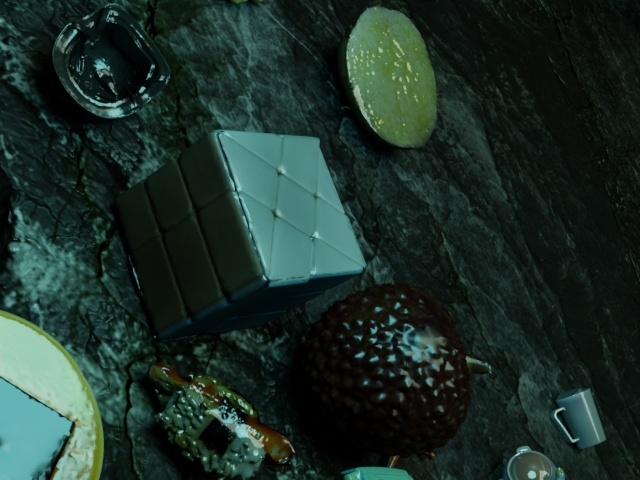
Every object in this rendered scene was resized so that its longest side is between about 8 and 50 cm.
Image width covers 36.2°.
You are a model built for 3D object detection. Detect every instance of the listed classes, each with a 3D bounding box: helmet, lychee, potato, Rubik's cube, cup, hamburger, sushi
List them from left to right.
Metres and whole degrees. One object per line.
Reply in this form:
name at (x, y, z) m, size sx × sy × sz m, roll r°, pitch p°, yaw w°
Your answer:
hamburger at (-0.361, 0.210, 0.982) m, size 0.300 × 0.176 × 0.300 m, roll 29°, pitch 46°, yaw -35°
helmet at (-0.318, -0.242, 1.416) m, size 0.177 × 0.107 × 0.153 m, roll -43°, pitch 103°, yaw -34°
sushi at (-0.144, 0.245, 1.283) m, size 0.226 × 0.097 × 0.103 m, roll 39°, pitch 33°, yaw -2°
Rubik's cube at (-0.115, -0.007, 1.381) m, size 0.231 × 0.225 × 0.221 m, roll -4°, pitch 70°, yaw -52°
potato at (0.113, -0.312, 1.960) m, size 0.239 × 0.116 × 0.298 m, roll -2°, pitch 78°, yaw -44°
lychee at (0.114, 0.195, 1.478) m, size 0.300 × 0.264 × 0.264 m, roll 0°, pitch 61°, yaw -15°
cup at (0.523, 0.367, 2.007) m, size 0.104 × 0.074 × 0.116 m, roll -15°, pitch 81°, yaw -28°

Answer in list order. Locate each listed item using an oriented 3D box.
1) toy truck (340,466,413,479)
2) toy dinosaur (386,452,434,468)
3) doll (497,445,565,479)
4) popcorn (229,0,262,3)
toy truck at (0.094, 0.455, 1.361) m, size 0.155 × 0.156 × 0.278 m, roll 17°, pitch 54°, yaw -43°
toy dinosaur at (0.155, 0.324, 1.614) m, size 0.101 × 0.055 × 0.279 m, roll 29°, pitch 46°, yaw -21°
doll at (0.385, 0.494, 1.700) m, size 0.151 × 0.151 × 0.287 m, roll 27°, pitch 40°, yaw -36°
popcorn at (-0.139, -0.559, 1.776) m, size 0.253 × 0.190 × 0.191 m, roll 45°, pitch 45°, yaw -25°
